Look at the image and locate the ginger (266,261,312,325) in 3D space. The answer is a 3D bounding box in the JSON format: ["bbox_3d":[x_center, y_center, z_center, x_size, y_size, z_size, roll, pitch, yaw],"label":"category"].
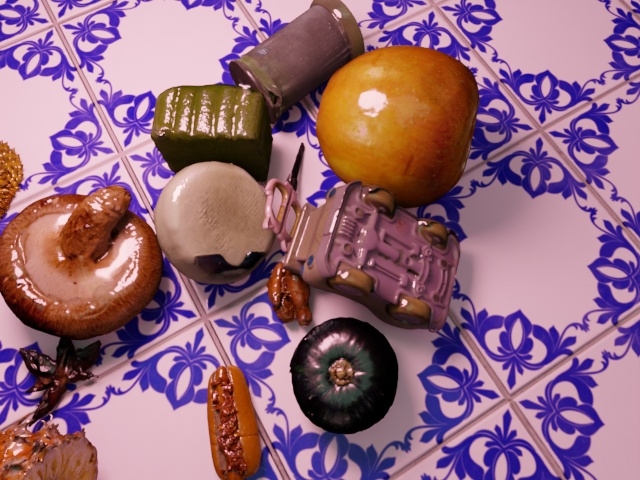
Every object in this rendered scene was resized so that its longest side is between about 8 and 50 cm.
[{"bbox_3d":[-0.074,0.118,1.081,0.103,0.073,0.162,-9,73,3],"label":"ginger"}]

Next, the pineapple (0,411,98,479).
[{"bbox_3d":[-0.588,0.472,0.815,0.299,0.352,0.353,5,70,-3],"label":"pineapple"}]

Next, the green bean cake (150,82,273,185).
[{"bbox_3d":[-0.245,-0.247,1.120,0.249,0.247,0.157,3,71,2],"label":"green bean cake"}]

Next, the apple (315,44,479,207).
[{"bbox_3d":[0.175,-0.260,1.087,0.374,0.374,0.384,30,29,10],"label":"apple"}]

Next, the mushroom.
[{"bbox_3d":[-0.520,0.054,1.043,0.344,0.239,0.345,-9,60,17],"label":"mushroom"}]

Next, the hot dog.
[{"bbox_3d":[-0.183,0.385,0.986,0.102,0.076,0.249,-9,70,-7],"label":"hot dog"}]

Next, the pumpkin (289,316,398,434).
[{"bbox_3d":[0.050,0.278,0.981,0.232,0.163,0.233,-1,70,2],"label":"pumpkin"}]

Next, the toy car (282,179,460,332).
[{"bbox_3d":[0.116,0.043,1.045,0.335,0.226,0.242,27,68,-26],"label":"toy car"}]

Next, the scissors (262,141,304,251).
[{"bbox_3d":[-0.074,-0.126,1.156,0.024,0.160,0.318,-10,48,28],"label":"scissors"}]

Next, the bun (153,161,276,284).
[{"bbox_3d":[-0.250,-0.036,1.076,0.283,0.179,0.284,6,80,-40],"label":"bun"}]

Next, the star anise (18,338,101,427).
[{"bbox_3d":[-0.577,0.276,1.034,0.212,0.053,0.157,-40,76,-11],"label":"star anise"}]

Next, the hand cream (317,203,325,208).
[{"bbox_3d":[0.000,0.000,1.145,0.076,0.047,0.174,9,80,2],"label":"hand cream"}]

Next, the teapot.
[{"bbox_3d":[-0.089,-0.473,1.244,0.337,0.200,0.270,-40,50,-11],"label":"teapot"}]

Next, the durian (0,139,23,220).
[{"bbox_3d":[-0.851,-0.181,1.158,0.183,0.138,0.250,-41,70,-5],"label":"durian"}]
